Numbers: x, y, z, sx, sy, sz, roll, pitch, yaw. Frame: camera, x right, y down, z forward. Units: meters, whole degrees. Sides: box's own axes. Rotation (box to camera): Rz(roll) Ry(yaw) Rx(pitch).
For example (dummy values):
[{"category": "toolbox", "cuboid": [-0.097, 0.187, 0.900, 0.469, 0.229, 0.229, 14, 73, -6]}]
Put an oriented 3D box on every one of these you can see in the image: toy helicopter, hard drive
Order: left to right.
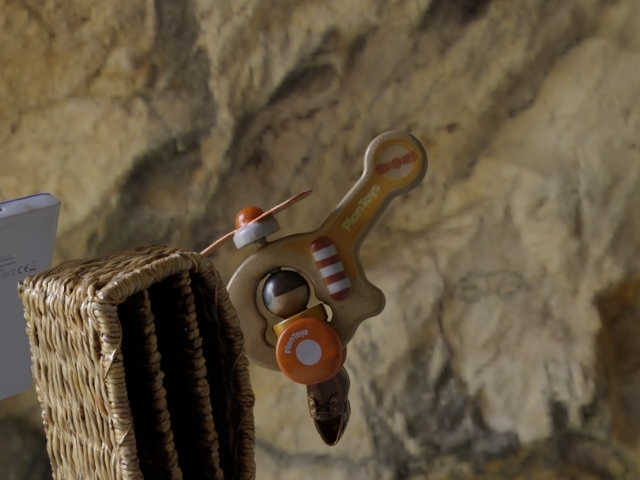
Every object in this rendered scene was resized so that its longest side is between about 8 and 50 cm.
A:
[{"category": "hard drive", "cuboid": [-0.477, 0.098, 2.105, 0.210, 0.040, 0.318, -18, -49, -45]}, {"category": "toy helicopter", "cuboid": [0.000, 0.000, 1.912, 0.355, 0.235, 0.140, -53, -6, 0]}]

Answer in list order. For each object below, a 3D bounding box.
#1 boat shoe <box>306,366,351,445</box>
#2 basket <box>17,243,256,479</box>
[{"category": "boat shoe", "cuboid": [0.012, 0.239, 2.234, 0.064, 0.060, 0.178, -1, -43, 10]}, {"category": "basket", "cuboid": [-0.152, 0.161, 1.517, 0.213, 0.299, 0.223, -13, 9, -31]}]
